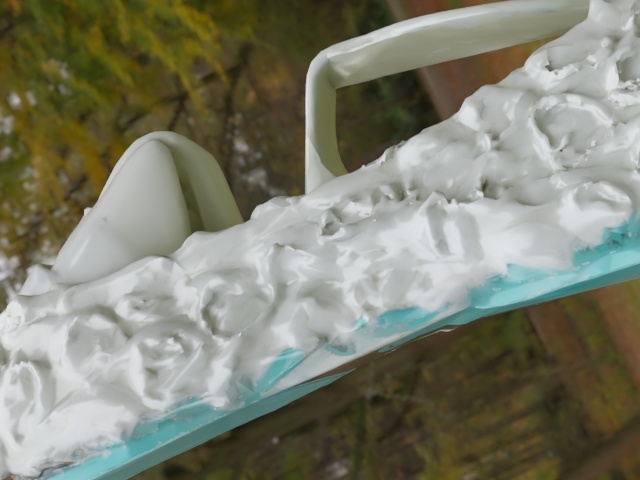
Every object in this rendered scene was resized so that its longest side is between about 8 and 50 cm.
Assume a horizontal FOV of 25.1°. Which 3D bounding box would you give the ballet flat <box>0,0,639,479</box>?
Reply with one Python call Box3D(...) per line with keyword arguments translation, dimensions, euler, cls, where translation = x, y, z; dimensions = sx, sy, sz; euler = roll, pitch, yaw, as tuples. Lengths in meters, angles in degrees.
Box3D(translation=(0.000, 0.000, 0.565), dimensions=(0.147, 0.409, 0.147), euler=(60, -164, -29), cls="ballet flat")
